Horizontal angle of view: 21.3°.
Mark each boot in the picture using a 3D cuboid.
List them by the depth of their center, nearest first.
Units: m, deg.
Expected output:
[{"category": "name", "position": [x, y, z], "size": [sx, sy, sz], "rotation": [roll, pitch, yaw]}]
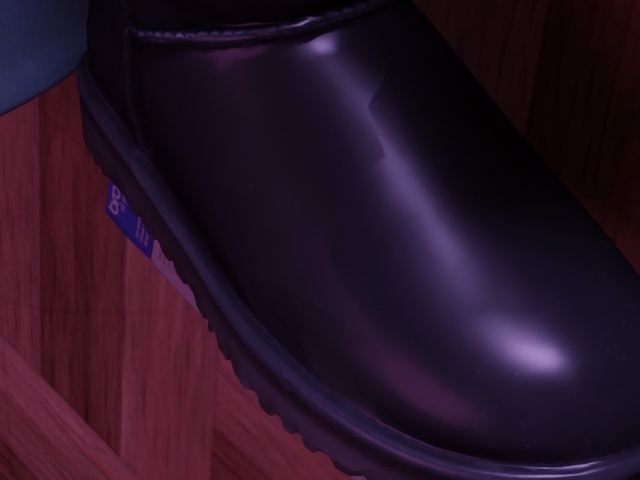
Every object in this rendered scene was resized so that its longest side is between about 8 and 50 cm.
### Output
[{"category": "boot", "position": [0.007, -0.158, 0.600], "size": [0.367, 0.146, 0.445], "rotation": [38, 141, 37]}]

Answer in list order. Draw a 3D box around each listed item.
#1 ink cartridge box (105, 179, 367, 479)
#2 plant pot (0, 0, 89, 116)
[{"category": "ink cartridge box", "position": [0.000, 0.000, 0.903], "size": [0.311, 0.065, 0.186], "rotation": [42, 137, 31]}, {"category": "plant pot", "position": [-0.253, -0.203, 0.993], "size": [0.271, 0.271, 0.255], "rotation": [19, 136, 50]}]
